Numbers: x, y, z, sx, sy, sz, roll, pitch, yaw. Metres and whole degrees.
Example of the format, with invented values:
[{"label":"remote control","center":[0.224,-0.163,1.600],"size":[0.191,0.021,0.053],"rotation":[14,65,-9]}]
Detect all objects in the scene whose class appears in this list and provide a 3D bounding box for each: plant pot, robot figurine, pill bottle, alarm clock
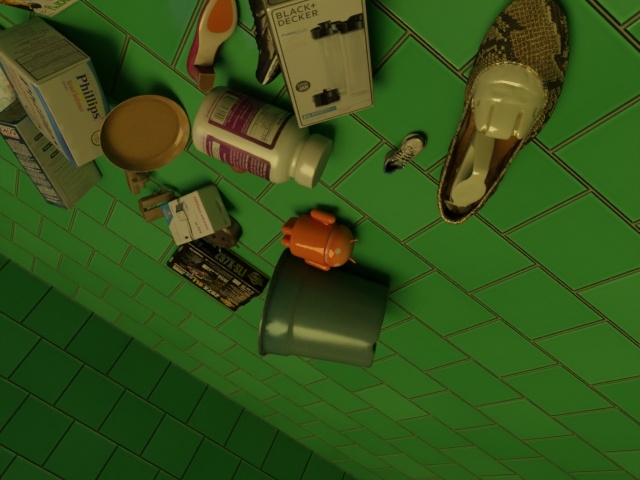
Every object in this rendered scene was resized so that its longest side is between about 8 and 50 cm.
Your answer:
[{"label":"plant pot","center":[-0.464,-0.285,1.448],"size":[0.032,0.236,0.236],"rotation":[54,161,35]},{"label":"robot figurine","center":[0.000,-0.001,1.539],"size":[0.220,0.158,0.128],"rotation":[17,178,16]},{"label":"plant pot","center":[0.021,0.223,1.666],"size":[0.334,0.341,0.341],"rotation":[13,143,6]},{"label":"pill bottle","center":[-0.132,-0.236,1.295],"size":[0.302,0.169,0.169],"rotation":[24,145,6]},{"label":"alarm clock","center":[-0.324,-0.044,1.764],"size":[0.130,0.064,0.192],"rotation":[17,141,15]}]

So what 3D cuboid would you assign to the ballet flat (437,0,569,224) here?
[{"label":"ballet flat","center":[0.323,-0.196,1.028],"size":[0.164,0.182,0.482],"rotation":[22,144,10]}]

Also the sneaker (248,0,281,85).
[{"label":"sneaker","center":[-0.088,-0.443,1.074],"size":[0.124,0.107,0.283],"rotation":[34,135,-1]}]

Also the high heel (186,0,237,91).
[{"label":"high heel","center":[-0.244,-0.457,1.201],"size":[0.082,0.117,0.244],"rotation":[-7,139,-26]}]

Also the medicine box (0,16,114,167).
[{"label":"medicine box","center":[-0.677,-0.381,1.412],"size":[0.289,0.149,0.263],"rotation":[39,152,29]}]

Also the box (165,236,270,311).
[{"label":"box","center":[-0.375,0.113,1.981],"size":[0.322,0.079,0.257],"rotation":[37,146,-12]}]

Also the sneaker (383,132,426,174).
[{"label":"sneaker","center":[0.188,-0.188,1.236],"size":[0.052,0.058,0.135],"rotation":[35,144,-11]}]

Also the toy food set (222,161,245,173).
[{"label":"toy food set","center":[-0.232,-0.236,1.445],"size":[0.218,0.071,0.128],"rotation":[25,145,4]}]

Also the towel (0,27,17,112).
[{"label":"towel","center":[-1.043,-0.552,1.576],"size":[0.375,0.090,0.320],"rotation":[33,145,-8]}]

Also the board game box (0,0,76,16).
[{"label":"board game box","center":[-0.600,-0.575,1.178],"size":[0.306,0.193,0.053],"rotation":[-4,91,38]}]

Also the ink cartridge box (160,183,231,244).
[{"label":"ink cartridge box","center":[-0.386,-0.077,1.690],"size":[0.191,0.082,0.139],"rotation":[-16,99,40]}]

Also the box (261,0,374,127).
[{"label":"box","center":[0.001,-0.356,1.015],"size":[0.169,0.087,0.290],"rotation":[-16,148,-1]}]

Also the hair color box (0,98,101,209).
[{"label":"hair color box","center":[-0.839,-0.280,1.709],"size":[0.105,0.173,0.347],"rotation":[16,143,19]}]

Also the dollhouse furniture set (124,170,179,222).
[{"label":"dollhouse furniture set","center":[-0.541,-0.174,1.771],"size":[0.151,0.123,0.144],"rotation":[54,154,26]}]
